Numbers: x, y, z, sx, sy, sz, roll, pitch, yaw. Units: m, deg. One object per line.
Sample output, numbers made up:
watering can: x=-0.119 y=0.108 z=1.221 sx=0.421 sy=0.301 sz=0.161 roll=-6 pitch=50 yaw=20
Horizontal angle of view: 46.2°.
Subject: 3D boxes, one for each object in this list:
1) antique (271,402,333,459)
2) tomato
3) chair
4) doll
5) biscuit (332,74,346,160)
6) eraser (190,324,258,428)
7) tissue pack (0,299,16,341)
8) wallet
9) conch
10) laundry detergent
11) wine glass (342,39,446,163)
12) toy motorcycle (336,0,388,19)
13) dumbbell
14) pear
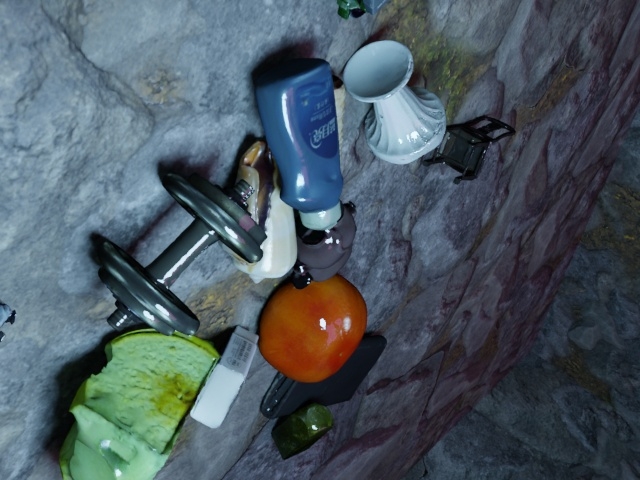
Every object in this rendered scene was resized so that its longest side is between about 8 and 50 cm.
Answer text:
antique: x=-0.042 y=0.474 z=1.891 sx=0.081 sy=0.080 sz=0.221 roll=-15 pitch=156 yaw=-33
tomato: x=-0.013 y=0.186 z=1.602 sx=0.259 sy=0.180 sz=0.260 roll=-34 pitch=145 yaw=-28
chair: x=0.364 y=-0.221 z=1.797 sx=0.229 sy=0.106 sz=0.113 roll=-17 pitch=135 yaw=-47
doll: x=0.001 y=0.001 z=1.435 sx=0.182 sy=0.117 sz=0.257 roll=-45 pitch=171 yaw=-10
biscuit: x=0.015 y=-0.199 z=1.345 sx=0.061 sy=0.055 sz=0.219 roll=-46 pitch=153 yaw=-37
eraser: x=-0.180 y=0.258 z=1.449 sx=0.124 sy=0.068 sz=0.210 roll=-62 pitch=-176 yaw=14
tissue pack: x=-0.535 y=0.101 z=0.772 sx=0.259 sy=0.122 sz=0.361 roll=-49 pitch=154 yaw=-3
wallet: x=0.019 y=0.345 z=1.954 sx=0.406 sy=0.062 sz=0.228 roll=8 pitch=116 yaw=-60
conch: x=-0.116 y=-0.046 z=1.284 sx=0.158 sy=0.127 sz=0.255 roll=-14 pitch=107 yaw=-50
laundry detergent: x=-0.019 y=-0.140 z=1.213 sx=0.143 sy=0.094 sz=0.290 roll=-47 pitch=133 yaw=-47
wine glass: x=0.130 y=-0.253 z=1.367 sx=0.165 sy=0.165 sz=0.196 roll=-51 pitch=144 yaw=-5
toy motorcycle: x=0.120 y=-0.461 z=1.148 sx=0.275 sy=0.124 sz=0.187 roll=-47 pitch=161 yaw=-12
dumbbell: x=-0.206 y=0.020 z=1.109 sx=0.290 sy=0.192 sz=0.192 roll=-48 pitch=152 yaw=-8
pear: x=-0.326 y=0.308 z=1.260 sx=0.282 sy=0.176 sz=0.286 roll=-59 pitch=-177 yaw=34
